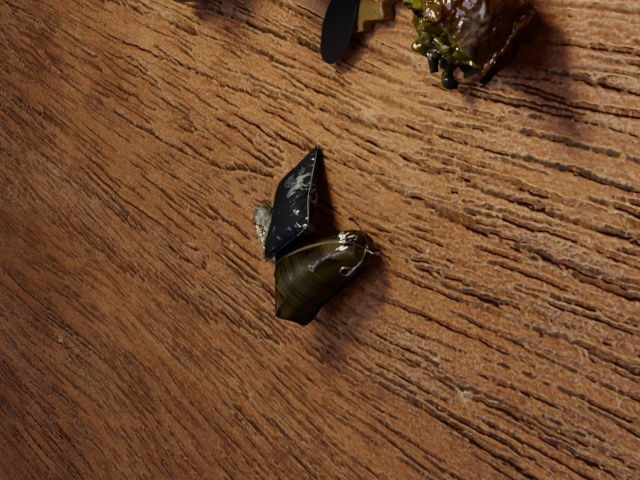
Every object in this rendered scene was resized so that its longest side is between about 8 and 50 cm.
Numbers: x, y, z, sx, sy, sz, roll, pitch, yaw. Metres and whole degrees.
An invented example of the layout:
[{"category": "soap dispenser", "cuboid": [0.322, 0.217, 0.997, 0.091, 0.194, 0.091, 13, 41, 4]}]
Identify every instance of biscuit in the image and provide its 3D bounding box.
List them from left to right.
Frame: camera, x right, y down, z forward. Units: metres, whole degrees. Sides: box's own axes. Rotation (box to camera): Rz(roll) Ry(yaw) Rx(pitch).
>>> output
[{"category": "biscuit", "cuboid": [0.080, -0.451, 1.626, 0.238, 0.041, 0.212, -52, 55, 39]}]

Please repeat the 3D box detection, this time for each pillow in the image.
[{"category": "pillow", "cuboid": [-0.050, -0.070, 1.747, 0.141, 0.055, 0.208, -43, 27, 41]}]

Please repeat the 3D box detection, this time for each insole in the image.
[{"category": "insole", "cuboid": [0.045, -0.426, 1.641, 0.086, 0.005, 0.253, 46, 132, 38]}]

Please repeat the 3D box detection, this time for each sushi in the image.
[{"category": "sushi", "cuboid": [0.205, -0.331, 1.394, 0.179, 0.167, 0.296, -46, 61, 15]}]

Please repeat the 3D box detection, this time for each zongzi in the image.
[{"category": "zongzi", "cuboid": [0.000, 0.000, 1.726, 0.248, 0.111, 0.241, -41, 43, 34]}]

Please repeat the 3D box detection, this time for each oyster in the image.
[{"category": "oyster", "cuboid": [-0.104, -0.016, 1.898, 0.086, 0.029, 0.132, 6, 100, 57]}]
